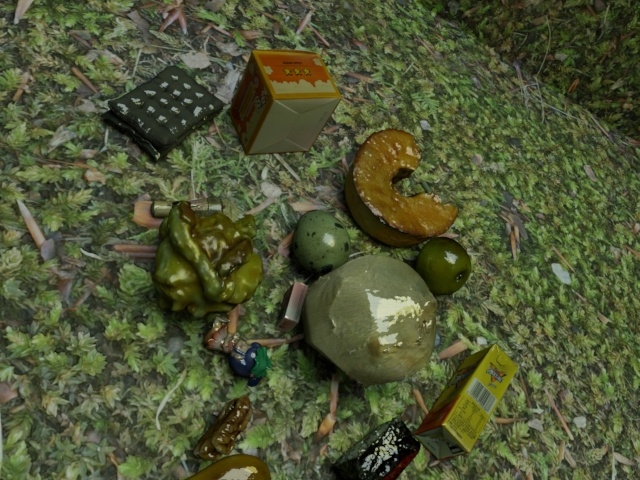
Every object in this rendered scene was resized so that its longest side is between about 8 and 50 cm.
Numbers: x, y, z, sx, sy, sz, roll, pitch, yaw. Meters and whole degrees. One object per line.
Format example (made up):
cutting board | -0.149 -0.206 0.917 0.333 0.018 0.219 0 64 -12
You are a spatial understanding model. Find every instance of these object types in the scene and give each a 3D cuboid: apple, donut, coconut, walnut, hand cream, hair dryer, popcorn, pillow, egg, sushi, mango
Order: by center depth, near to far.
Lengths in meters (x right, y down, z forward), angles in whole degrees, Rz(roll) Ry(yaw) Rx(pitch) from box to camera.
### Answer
mango | -0.220 0.559 1.195 0.227 0.099 0.136 -5 97 -28
walnut | -0.222 0.445 1.250 0.069 0.143 0.170 46 51 -8
sushi | 0.145 0.560 1.376 0.225 0.136 0.126 -34 77 -31
popcorn | -0.308 0.051 1.393 0.325 0.290 0.321 23 7 20
coconut | 0.143 0.207 1.425 0.346 0.360 0.346 26 48 -33
hand cream | -0.387 -0.090 1.543 0.203 0.084 0.084 3 60 -19
egg | 0.000 0.000 1.623 0.177 0.177 0.228 6 44 -24
pillow | -0.482 -0.409 1.674 0.228 0.101 0.326 39 49 1
apple | 0.408 0.087 1.765 0.196 0.196 0.157 -16 34 -34
donut | 0.248 -0.169 1.870 0.377 0.163 0.435 -10 68 -30
hair dryer | 0.423 -0.190 2.056 0.063 0.038 0.124 -11 59 -34

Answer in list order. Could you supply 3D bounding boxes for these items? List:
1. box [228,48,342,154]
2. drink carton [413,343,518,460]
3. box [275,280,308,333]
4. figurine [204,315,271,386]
box | -0.126 -0.456 1.768 0.259 0.283 0.214 -8 64 -31
drink carton | 0.432 0.469 1.567 0.111 0.154 0.351 46 51 4
box | -0.082 0.190 1.514 0.043 0.089 0.125 24 52 -12
figurine | -0.212 0.287 1.377 0.195 0.111 0.102 33 90 14
